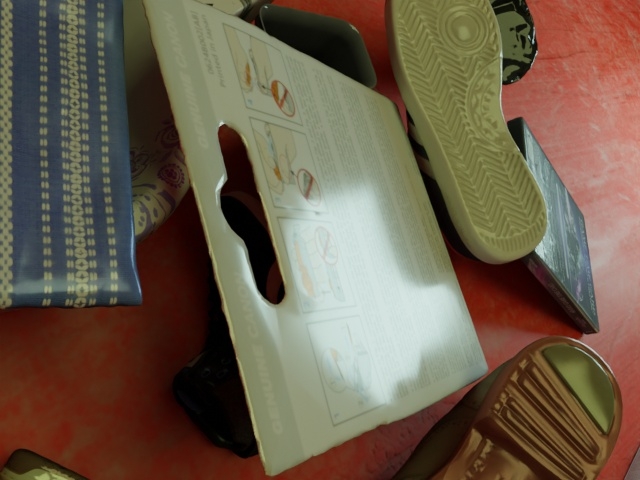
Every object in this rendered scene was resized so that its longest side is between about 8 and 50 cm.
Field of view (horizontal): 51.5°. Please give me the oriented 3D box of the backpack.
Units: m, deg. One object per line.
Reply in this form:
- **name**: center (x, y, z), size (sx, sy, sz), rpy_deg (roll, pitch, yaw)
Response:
- **backpack**: center (0.199, -0.256, 0.856), size (0.115, 0.182, 0.152), rpy_deg (-19, 97, -7)

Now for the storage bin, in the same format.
- **storage bin**: center (-0.028, -0.179, 0.686), size (0.135, 0.091, 0.098), rpy_deg (-5, 71, -42)

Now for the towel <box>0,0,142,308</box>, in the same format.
- **towel**: center (-0.244, -0.092, 0.295), size (0.336, 0.040, 0.243), rpy_deg (7, 66, -38)

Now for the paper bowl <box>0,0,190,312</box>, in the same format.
- **paper bowl**: center (-0.231, -0.091, 0.432), size (0.284, 0.148, 0.284), rpy_deg (18, 60, -33)

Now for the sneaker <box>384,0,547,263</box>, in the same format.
- **sneaker**: center (0.141, -0.139, 0.763), size (0.131, 0.148, 0.350), rpy_deg (-12, 86, -11)

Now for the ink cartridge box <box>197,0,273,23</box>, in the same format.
- **ink cartridge box**: center (-0.148, -0.251, 0.617), size (0.160, 0.092, 0.219), rpy_deg (49, 47, -12)

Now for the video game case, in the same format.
- **video game case**: center (0.315, -0.011, 0.888), size (0.274, 0.026, 0.196), rpy_deg (38, 47, -45)

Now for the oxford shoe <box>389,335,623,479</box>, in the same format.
- **oxford shoe**: center (0.106, 0.252, 0.566), size (0.397, 0.146, 0.140), rpy_deg (-38, 81, -23)

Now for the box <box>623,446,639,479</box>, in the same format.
- **box**: center (0.451, 0.416, 0.836), size (0.322, 0.058, 0.232), rpy_deg (-30, 91, -43)

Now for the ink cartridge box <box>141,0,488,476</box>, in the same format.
- **ink cartridge box**: center (0.000, 0.000, 0.551), size (0.385, 0.091, 0.308), rpy_deg (2, 68, -59)

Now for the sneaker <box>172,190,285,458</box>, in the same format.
- **sneaker**: center (-0.073, 0.066, 0.538), size (0.121, 0.079, 0.217), rpy_deg (-15, 81, -45)

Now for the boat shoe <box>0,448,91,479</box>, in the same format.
- **boat shoe**: center (-0.135, 0.211, 0.437), size (0.190, 0.068, 0.072), rpy_deg (33, 63, -12)
